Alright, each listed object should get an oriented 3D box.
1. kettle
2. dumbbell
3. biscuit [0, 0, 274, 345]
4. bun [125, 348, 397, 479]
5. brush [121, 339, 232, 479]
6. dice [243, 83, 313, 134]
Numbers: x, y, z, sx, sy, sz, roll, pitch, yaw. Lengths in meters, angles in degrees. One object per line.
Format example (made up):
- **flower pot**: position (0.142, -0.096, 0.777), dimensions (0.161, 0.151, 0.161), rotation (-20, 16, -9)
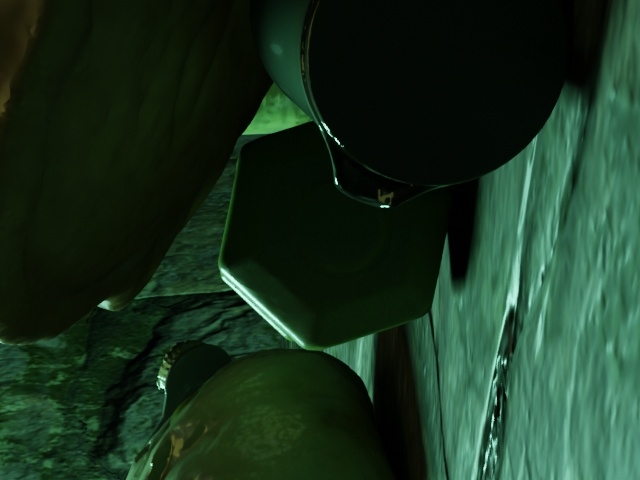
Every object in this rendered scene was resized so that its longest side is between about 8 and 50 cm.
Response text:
- **kettle**: position (0.039, -0.084, 0.597), dimensions (0.098, 0.126, 0.148), rotation (56, -178, -14)
- **dumbbell**: position (0.000, 0.000, 0.935), dimensions (0.302, 0.121, 0.108), rotation (144, 107, -85)
- **biscuit**: position (-0.042, -0.133, 0.704), dimensions (0.365, 0.062, 0.385), rotation (39, -104, -83)
- **bun**: position (-0.054, 0.256, 1.185), dimensions (0.365, 0.219, 0.365), rotation (-178, 90, -85)
- **brush**: position (-0.149, 0.192, 1.261), dimensions (0.027, 0.062, 0.266), rotation (24, 79, 48)
- **dice**: position (-0.121, -0.227, 1.650), dimensions (0.250, 0.251, 0.255), rotation (-152, 59, -85)
